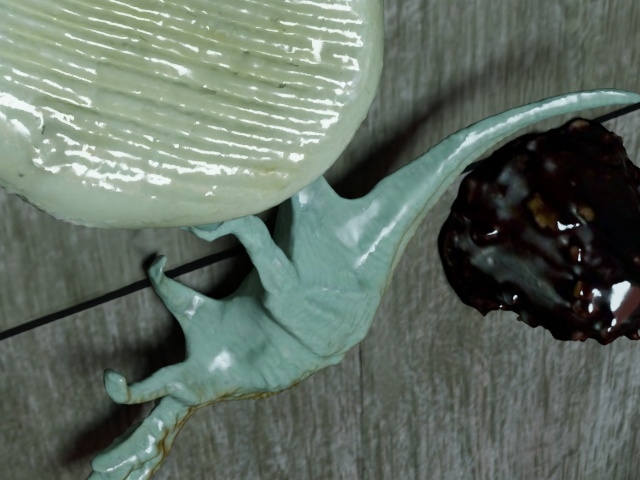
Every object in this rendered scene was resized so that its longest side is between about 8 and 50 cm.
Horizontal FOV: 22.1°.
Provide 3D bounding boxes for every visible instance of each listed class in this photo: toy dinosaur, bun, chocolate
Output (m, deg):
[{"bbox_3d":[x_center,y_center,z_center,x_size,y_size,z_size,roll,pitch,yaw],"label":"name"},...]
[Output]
[{"bbox_3d":[0.000,0.000,0.946,0.393,0.092,0.205,-33,137,-7],"label":"toy dinosaur"},{"bbox_3d":[-0.082,-0.116,0.760,0.231,0.133,0.231,-4,107,-15],"label":"bun"},{"bbox_3d":[0.166,0.017,1.041,0.156,0.133,0.156,-16,133,-18],"label":"chocolate"}]
